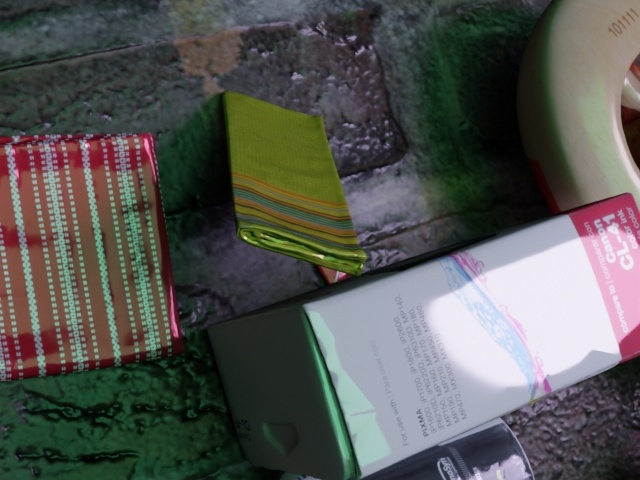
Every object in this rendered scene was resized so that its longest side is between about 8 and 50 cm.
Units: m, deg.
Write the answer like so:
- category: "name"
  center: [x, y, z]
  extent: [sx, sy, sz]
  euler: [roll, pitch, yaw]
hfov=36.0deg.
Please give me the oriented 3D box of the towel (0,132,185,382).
- category: "towel"
  center: [-0.251, 0.012, 0.776]
  extent: [0.275, 0.031, 0.198]
  euler: [-5, 83, -24]

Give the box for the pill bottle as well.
- category: "pill bottle"
  center: [0.044, 0.227, 0.802]
  extent: [0.246, 0.130, 0.130]
  euler: [-14, 85, -25]

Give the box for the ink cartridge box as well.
- category: "ink cartridge box"
  center: [0.092, 0.075, 0.800]
  extent: [0.306, 0.226, 0.131]
  euler: [-16, 88, -26]

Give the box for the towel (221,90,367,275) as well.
- category: "towel"
  center: [-0.027, -0.057, 0.802]
  extent: [0.102, 0.021, 0.237]
  euler: [18, 29, -20]

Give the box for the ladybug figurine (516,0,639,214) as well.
- category: "ladybug figurine"
  center: [0.354, -0.056, 0.971]
  extent: [0.305, 0.162, 0.449]
  euler: [-41, 97, -24]

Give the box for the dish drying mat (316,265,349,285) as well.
- category: "dish drying mat"
  center: [0.000, 0.000, 0.895]
  extent: [0.032, 0.008, 0.083]
  euler: [-31, 93, -24]
